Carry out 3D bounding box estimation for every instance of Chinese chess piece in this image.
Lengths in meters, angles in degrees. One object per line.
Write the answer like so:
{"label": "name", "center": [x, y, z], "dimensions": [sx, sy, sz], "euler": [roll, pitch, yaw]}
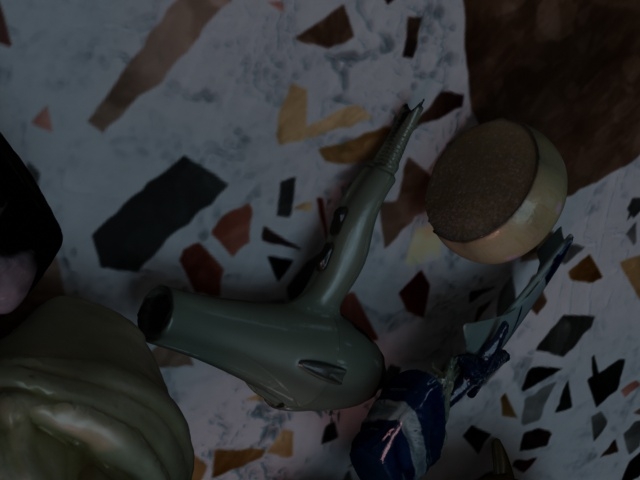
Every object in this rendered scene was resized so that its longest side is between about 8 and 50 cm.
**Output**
{"label": "Chinese chess piece", "center": [0.145, -0.040, 0.931], "dimensions": [0.051, 0.122, 0.122], "euler": [31, 96, -38]}

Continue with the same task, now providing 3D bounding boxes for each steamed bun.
{"label": "steamed bun", "center": [-0.207, 0.208, 0.748], "dimensions": [0.206, 0.275, 0.320], "euler": [37, 94, 0]}

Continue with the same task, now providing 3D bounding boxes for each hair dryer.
{"label": "hair dryer", "center": [-0.030, 0.013, 0.881], "dimensions": [0.229, 0.092, 0.267], "euler": [-2, 106, -38]}

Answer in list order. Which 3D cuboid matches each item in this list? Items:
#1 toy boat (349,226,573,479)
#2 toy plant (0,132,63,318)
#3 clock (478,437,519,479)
{"label": "toy boat", "center": [0.123, 0.104, 0.980], "dimensions": [0.292, 0.070, 0.210], "euler": [-54, 167, 6]}
{"label": "toy plant", "center": [-0.279, 0.017, 0.671], "dimensions": [0.235, 0.175, 0.218], "euler": [-30, 153, -7]}
{"label": "clock", "center": [0.209, 0.361, 1.060], "dimensions": [0.117, 0.348, 0.286], "euler": [-13, 129, 17]}
